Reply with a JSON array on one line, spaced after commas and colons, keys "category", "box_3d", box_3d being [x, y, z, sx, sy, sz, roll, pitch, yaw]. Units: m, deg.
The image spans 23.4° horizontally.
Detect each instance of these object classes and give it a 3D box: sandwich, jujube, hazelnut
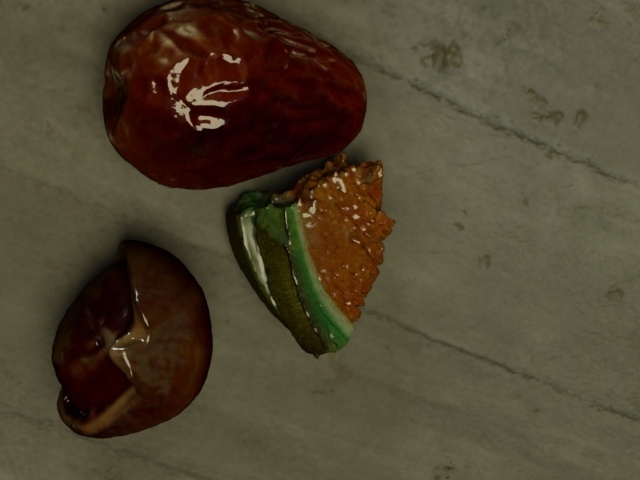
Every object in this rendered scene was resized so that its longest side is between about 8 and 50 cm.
[{"category": "sandwich", "box_3d": [0.002, 0.009, 1.622, 0.160, 0.109, 0.184, -31, 115, -21]}, {"category": "jujube", "box_3d": [-0.084, -0.142, 1.509, 0.255, 0.190, 0.190, 1, 112, -31]}, {"category": "hazelnut", "box_3d": [-0.194, 0.099, 1.573, 0.161, 0.170, 0.201, -11, 108, -37]}]
